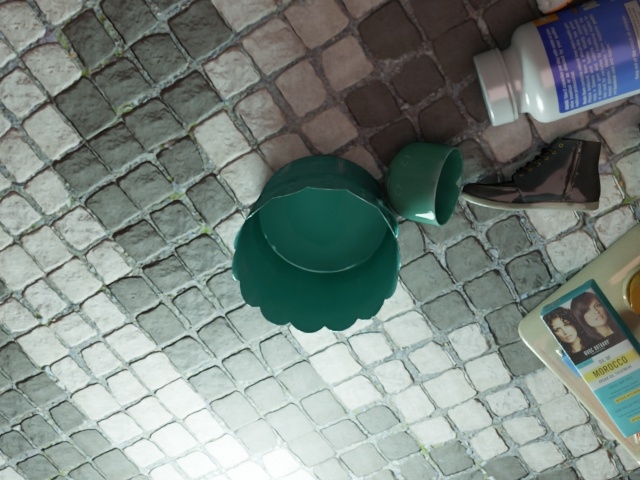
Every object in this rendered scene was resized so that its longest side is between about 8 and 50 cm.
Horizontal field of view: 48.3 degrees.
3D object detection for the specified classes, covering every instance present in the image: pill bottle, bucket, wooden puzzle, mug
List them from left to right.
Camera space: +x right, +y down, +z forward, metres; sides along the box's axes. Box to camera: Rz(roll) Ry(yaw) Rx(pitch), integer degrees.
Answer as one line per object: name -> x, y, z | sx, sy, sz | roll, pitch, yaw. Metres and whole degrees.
bucket -> 0.000, 0.000, 1.200 | 0.282, 0.183, 0.281 | 2, 118, 4
mug -> 0.166, -0.085, 1.172 | 0.098, 0.129, 0.157 | 15, 130, 26
pill bottle -> 0.371, -0.263, 1.048 | 0.272, 0.152, 0.152 | -16, 115, 13
wooden puzzle -> 0.564, 0.187, 1.219 | 0.347, 0.080, 0.322 | 49, 114, 12

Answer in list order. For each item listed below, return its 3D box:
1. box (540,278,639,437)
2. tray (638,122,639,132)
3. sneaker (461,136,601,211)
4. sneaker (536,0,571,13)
box -> 0.479, 0.194, 1.186 | 0.101, 0.060, 0.244 | -37, 85, 24
tray -> 0.704, -0.122, 1.037 | 0.411, 0.076, 0.202 | -13, 105, 23
sneaker -> 0.347, -0.113, 1.181 | 0.222, 0.083, 0.118 | 2, 102, 8
sneaker -> 0.370, -0.450, 0.986 | 0.121, 0.099, 0.262 | 38, 113, -9
